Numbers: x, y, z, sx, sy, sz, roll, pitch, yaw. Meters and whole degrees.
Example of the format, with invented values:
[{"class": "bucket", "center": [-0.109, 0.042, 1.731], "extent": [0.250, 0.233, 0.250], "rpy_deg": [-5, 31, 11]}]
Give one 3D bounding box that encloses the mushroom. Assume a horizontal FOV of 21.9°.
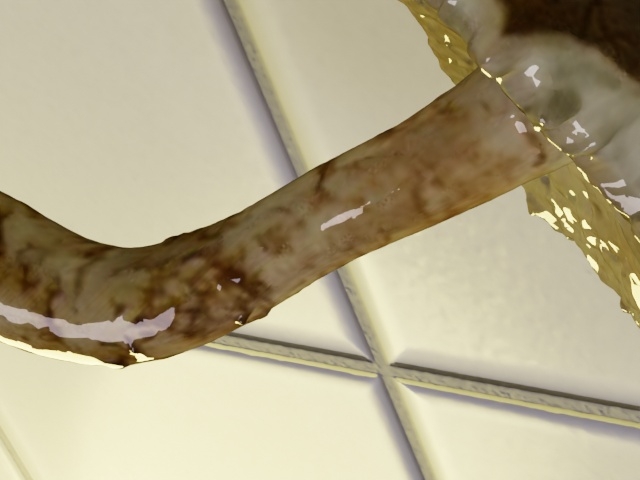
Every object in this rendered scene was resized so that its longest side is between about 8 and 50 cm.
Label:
[{"class": "mushroom", "center": [0.024, -0.012, 0.607], "extent": [0.301, 0.208, 0.233], "rpy_deg": [-34, 84, 37]}]
